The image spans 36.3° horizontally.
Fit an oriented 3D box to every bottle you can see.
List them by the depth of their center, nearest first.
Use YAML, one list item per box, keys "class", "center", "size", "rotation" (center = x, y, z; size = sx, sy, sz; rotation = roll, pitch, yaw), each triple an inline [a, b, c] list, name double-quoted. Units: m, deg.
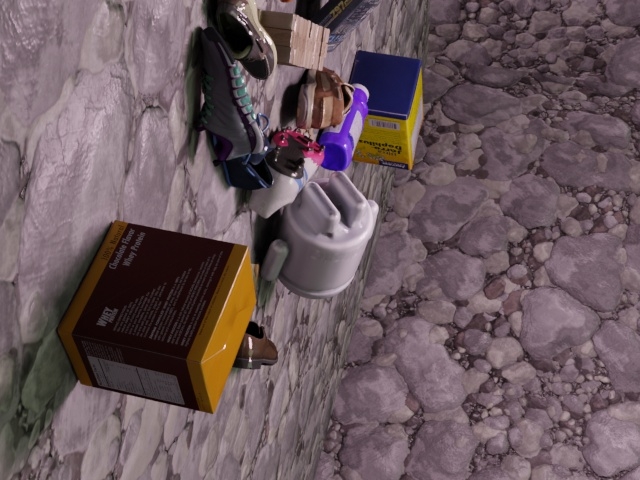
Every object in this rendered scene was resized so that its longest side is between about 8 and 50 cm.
- class: "bottle"
  center: [0.066, -0.311, 2.611]
  size: [0.118, 0.092, 0.283]
  rotation: [90, 15, -47]

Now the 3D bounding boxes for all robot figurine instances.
- class: "robot figurine"
  center: [0.000, 0.000, 2.199]
  size: [0.200, 0.300, 0.353]
  rotation: [58, -27, 25]

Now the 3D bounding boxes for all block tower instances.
- class: "block tower"
  center: [-0.062, -0.382, 1.876]
  size: [0.335, 0.097, 0.091]
  rotation: [-29, 128, -75]

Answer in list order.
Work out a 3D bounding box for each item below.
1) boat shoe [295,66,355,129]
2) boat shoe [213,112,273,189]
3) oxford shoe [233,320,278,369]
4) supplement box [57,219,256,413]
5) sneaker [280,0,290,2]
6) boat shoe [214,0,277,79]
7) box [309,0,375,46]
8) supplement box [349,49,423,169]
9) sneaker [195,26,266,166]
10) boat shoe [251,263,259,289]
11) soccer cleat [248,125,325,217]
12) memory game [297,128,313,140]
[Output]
- class: "boat shoe"
  center: [0.018, -0.321, 2.236]
  size: [0.324, 0.116, 0.123]
  rotation: [-77, 173, -64]
- class: "boat shoe"
  center: [-0.128, -0.179, 1.733]
  size: [0.258, 0.089, 0.109]
  rotation: [74, 28, -67]
- class: "oxford shoe"
  center: [-0.136, 0.223, 2.116]
  size: [0.227, 0.083, 0.096]
  rotation: [18, 79, -80]
- class: "supplement box"
  center: [-0.209, 0.099, 1.297]
  size: [0.129, 0.194, 0.191]
  rotation: [87, 17, -51]
- class: "sneaker"
  center: [-0.056, -0.533, 1.890]
  size: [0.067, 0.064, 0.175]
  rotation: [52, 41, -49]
- class: "boat shoe"
  center: [-0.132, -0.333, 1.619]
  size: [0.223, 0.080, 0.073]
  rotation: [70, 37, -59]
- class: "box"
  center: [0.045, -0.495, 2.161]
  size: [0.183, 0.059, 0.233]
  rotation: [-44, 180, 19]
- class: "supplement box"
  center: [0.194, -0.385, 2.937]
  size: [0.356, 0.195, 0.194]
  rotation: [73, 30, -67]
- class: "sneaker"
  center: [-0.165, -0.223, 1.557]
  size: [0.083, 0.098, 0.223]
  rotation: [-128, -165, -61]
- class: "boat shoe"
  center: [-0.159, 0.113, 2.008]
  size: [0.056, 0.048, 0.153]
  rotation: [-85, -174, -58]
- class: "soccer cleat"
  center: [-0.081, -0.142, 2.033]
  size: [0.143, 0.116, 0.331]
  rotation: [-59, 179, 20]
- class: "memory game"
  center: [-0.045, -0.211, 2.348]
  size: [0.186, 0.012, 0.186]
  rotation: [11, 90, -80]
